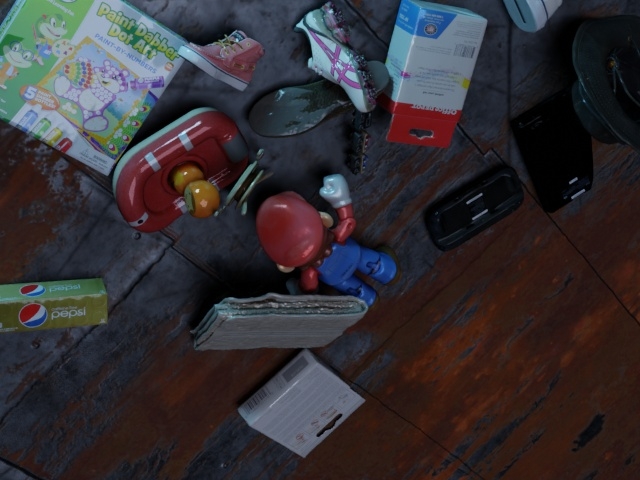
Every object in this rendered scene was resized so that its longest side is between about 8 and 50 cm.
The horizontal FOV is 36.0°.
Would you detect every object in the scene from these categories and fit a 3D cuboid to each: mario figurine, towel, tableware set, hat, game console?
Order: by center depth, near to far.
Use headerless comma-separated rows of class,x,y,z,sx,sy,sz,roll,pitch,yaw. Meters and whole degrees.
tableware set,-0.114,-0.084,1.586,0.039,0.194,0.128,35,91,-4
mario figurine,0.000,0.000,1.748,0.320,0.170,0.198,35,63,-43
towel,-0.078,0.147,1.758,0.282,0.049,0.187,2,156,-25
hat,0.556,-0.253,1.795,0.331,0.331,0.134,9,151,-26
game console,0.357,-0.112,1.862,0.361,0.044,0.213,-32,122,-5

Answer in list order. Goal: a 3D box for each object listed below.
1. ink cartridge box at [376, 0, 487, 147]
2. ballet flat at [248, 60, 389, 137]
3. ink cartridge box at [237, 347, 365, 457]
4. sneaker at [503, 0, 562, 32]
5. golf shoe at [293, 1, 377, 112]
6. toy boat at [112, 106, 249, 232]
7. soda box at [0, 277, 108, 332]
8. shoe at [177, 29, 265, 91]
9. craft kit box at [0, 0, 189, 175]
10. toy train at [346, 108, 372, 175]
ink cartridge box,0.181,-0.282,1.674,0.134,0.078,0.231,4,114,-24
ballet flat,-0.002,-0.233,1.638,0.250,0.058,0.084,-24,91,-7
ink cartridge box,-0.032,0.322,1.935,0.181,0.056,0.225,-43,143,3
sneaker,0.331,-0.474,1.641,0.091,0.094,0.258,-46,130,-17
golf shoe,0.027,-0.285,1.590,0.086,0.067,0.186,-26,92,19
toy boat,-0.209,-0.091,1.554,0.231,0.151,0.151,-33,140,-3
soda box,-0.446,0.106,1.627,0.181,0.058,0.061,-4,117,-21
shoe,-0.149,-0.290,1.508,0.081,0.063,0.178,-58,157,8
craft kit box,-0.362,-0.258,1.475,0.250,0.061,0.246,29,100,-32
toy train,0.069,-0.171,1.687,0.036,0.027,0.158,-34,150,-27
